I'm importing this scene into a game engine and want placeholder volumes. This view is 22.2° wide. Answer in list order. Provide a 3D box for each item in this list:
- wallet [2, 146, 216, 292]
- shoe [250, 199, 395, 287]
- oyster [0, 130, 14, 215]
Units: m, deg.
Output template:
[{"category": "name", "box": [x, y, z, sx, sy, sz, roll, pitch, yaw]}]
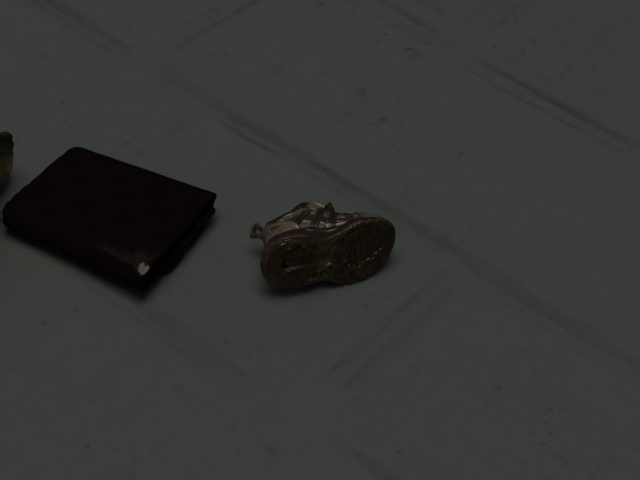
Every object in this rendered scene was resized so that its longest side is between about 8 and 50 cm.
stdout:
[{"category": "wallet", "box": [-0.270, -0.035, 2.079, 0.229, 0.049, 0.182, 22, 48, 19]}, {"category": "shoe", "box": [0.000, 0.000, 2.043, 0.180, 0.089, 0.092, -11, 35, -18]}, {"category": "oyster", "box": [-0.472, -0.016, 1.993, 0.110, 0.166, 0.341, 21, 64, 5]}]
